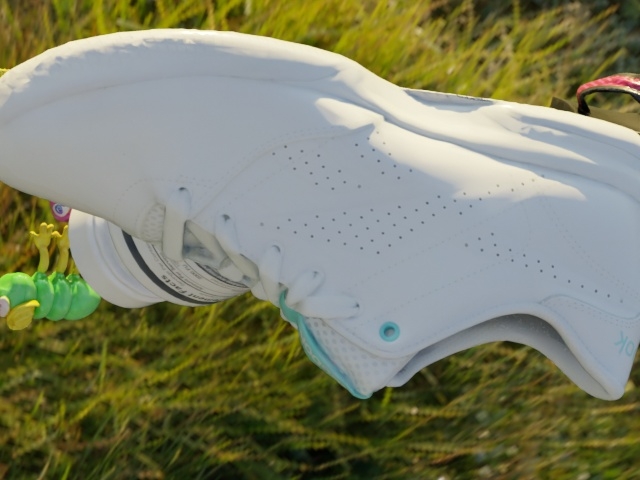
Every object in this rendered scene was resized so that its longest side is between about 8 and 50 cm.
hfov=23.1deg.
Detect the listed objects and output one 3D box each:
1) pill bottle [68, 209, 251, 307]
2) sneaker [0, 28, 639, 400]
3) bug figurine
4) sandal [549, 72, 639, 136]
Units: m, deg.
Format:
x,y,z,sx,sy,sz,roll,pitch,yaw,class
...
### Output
x,y,z,sx,sy,sz,roll,pitch,yaw,class
-0.056,-0.022,0.872,0.108,0.180,0.108,18,63,-40,pill bottle
0.000,0.000,0.464,0.212,0.080,0.094,8,70,-7,sneaker
-0.231,0.002,1.122,0.216,0.279,0.072,0,49,-38,bug figurine
0.159,-0.068,0.804,0.067,0.179,0.040,14,100,-9,sandal
